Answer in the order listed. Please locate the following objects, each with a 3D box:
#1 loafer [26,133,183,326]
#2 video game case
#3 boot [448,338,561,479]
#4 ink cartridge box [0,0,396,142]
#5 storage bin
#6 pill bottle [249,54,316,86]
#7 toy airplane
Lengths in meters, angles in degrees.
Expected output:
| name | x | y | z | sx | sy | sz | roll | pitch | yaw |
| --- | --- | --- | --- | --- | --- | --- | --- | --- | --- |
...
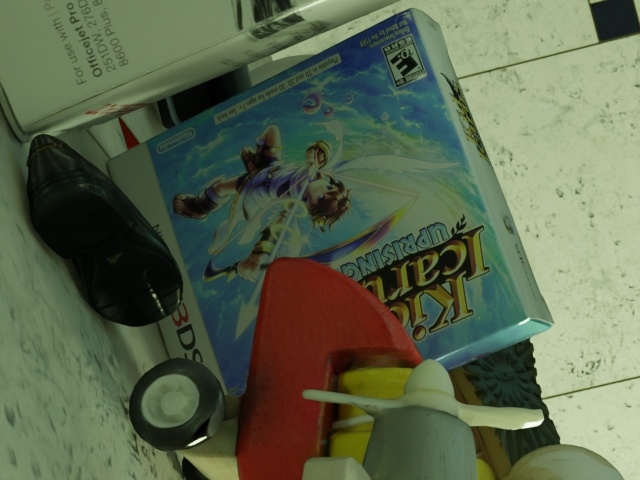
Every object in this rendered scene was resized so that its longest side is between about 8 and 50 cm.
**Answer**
| name | x | y | z | sx | sy | sz | roll | pitch | yaw |
| --- | --- | --- | --- | --- | --- | --- | --- | --- | --- |
| loafer | -0.130 | -0.005 | 1.112 | 0.170 | 0.062 | 0.061 | 66 | 1 | -55 |
| video game case | 0.000 | 0.000 | 1.311 | 0.061 | 0.269 | 0.244 | 16 | 52 | -65 |
| boot | 0.055 | 0.168 | 1.391 | 0.089 | 0.269 | 0.236 | 6 | 57 | -40 |
| ink cartridge box | -0.027 | -0.218 | 1.193 | 0.285 | 0.395 | 0.166 | -58 | 125 | -85 |
| storage bin | -0.131 | -0.164 | 1.708 | 0.091 | 0.098 | 0.135 | 164 | -90 | -70 |
| pill bottle | 0.014 | -0.021 | 2.011 | 0.363 | 0.210 | 0.210 | 65 | 6 | -53 |
| toy airplane | 0.066 | 0.218 | 1.088 | 0.386 | 0.272 | 0.384 | -98 | 167 | -73 |
